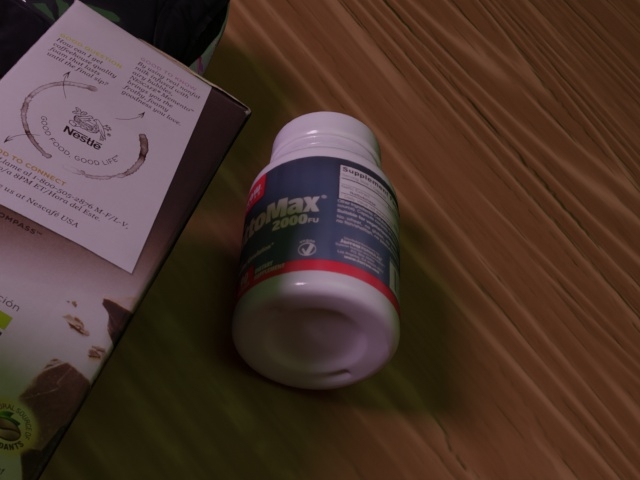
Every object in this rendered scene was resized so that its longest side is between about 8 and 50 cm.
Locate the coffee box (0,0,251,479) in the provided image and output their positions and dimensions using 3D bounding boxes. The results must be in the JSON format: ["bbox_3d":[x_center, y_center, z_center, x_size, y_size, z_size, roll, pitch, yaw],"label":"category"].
[{"bbox_3d":[-0.161,0.034,0.539,0.118,0.168,0.297,32,41,-9],"label":"coffee box"}]

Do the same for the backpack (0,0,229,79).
[{"bbox_3d":[-0.143,-0.150,0.762,0.152,0.115,0.182,44,38,-12],"label":"backpack"}]

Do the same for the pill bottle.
[{"bbox_3d":[0.000,0.000,0.736,0.108,0.108,0.180,22,42,-19],"label":"pill bottle"}]
